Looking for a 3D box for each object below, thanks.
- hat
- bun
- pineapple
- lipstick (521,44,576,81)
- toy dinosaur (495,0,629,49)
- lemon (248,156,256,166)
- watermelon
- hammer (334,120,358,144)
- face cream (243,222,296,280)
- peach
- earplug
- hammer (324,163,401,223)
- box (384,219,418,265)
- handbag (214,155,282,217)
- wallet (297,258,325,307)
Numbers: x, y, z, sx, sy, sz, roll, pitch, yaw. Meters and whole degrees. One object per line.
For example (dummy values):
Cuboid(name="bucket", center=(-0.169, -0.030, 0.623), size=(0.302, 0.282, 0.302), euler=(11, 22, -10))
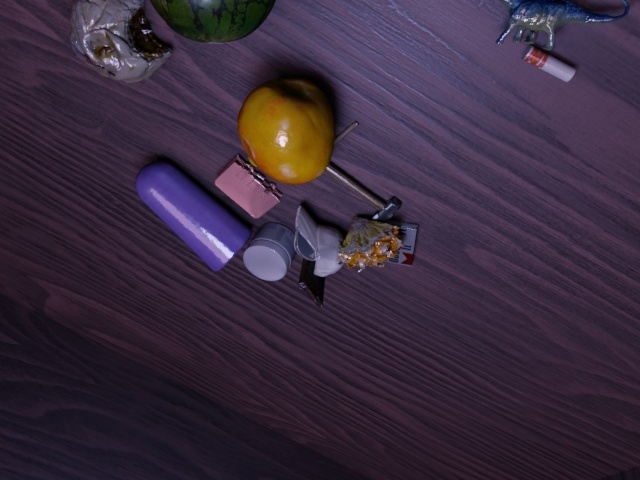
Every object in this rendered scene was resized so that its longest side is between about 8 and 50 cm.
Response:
Cuboid(name="hat", center=(-0.007, -0.005, 1.755), size=(0.161, 0.232, 0.275), euler=(-31, 106, 4))
Cuboid(name="bun", center=(-0.604, -0.584, 1.434), size=(0.281, 0.205, 0.282), euler=(12, 133, 13))
Cuboid(name="pineapple", center=(0.160, 0.003, 1.677), size=(0.236, 0.186, 0.115), euler=(-16, 137, 8))
Cuboid(name="lipstick", center=(0.575, -0.446, 1.236), size=(0.130, 0.038, 0.038), euler=(26, 134, -4))
Cuboid(name="toy dinosaur", center=(0.517, -0.530, 1.159), size=(0.362, 0.076, 0.147), euler=(18, 127, 10))
Cuboid(name="lemon", center=(-0.208, -0.279, 1.655), size=(0.083, 0.062, 0.062), euler=(32, 133, -8))
Cuboid(name="watermelon", center=(-0.255, -0.657, 1.156), size=(0.362, 0.363, 0.364), euler=(10, 132, 11))
Cuboid(name="hammer", center=(0.054, -0.318, 1.556), size=(0.062, 0.017, 0.182), euler=(43, 129, -19))
Cuboid(name="face cream", center=(-0.186, 0.042, 1.869), size=(0.177, 0.153, 0.178), euler=(10, 130, 12))
Cuboid(name="peach", center=(-0.093, -0.303, 1.431), size=(0.288, 0.289, 0.308), euler=(15, 129, 7))
Cuboid(name="earplug", center=(-0.484, -0.105, 1.818), size=(0.456, 0.215, 0.215), euler=(44, 130, -15))
Cuboid(name="hammer", center=(0.097, -0.187, 1.633), size=(0.365, 0.044, 0.111), euler=(34, 134, -12))
Cuboid(name="box", center=(0.280, 0.008, 1.746), size=(0.115, 0.036, 0.178), euler=(11, 132, 13))
Cuboid(name="handbag", center=(-0.257, -0.189, 1.755), size=(0.212, 0.059, 0.157), euler=(41, 132, -19))
Cuboid(name="wallet", center=(-0.023, 0.130, 1.825), size=(0.039, 0.243, 0.133), euler=(-28, 115, 21))
